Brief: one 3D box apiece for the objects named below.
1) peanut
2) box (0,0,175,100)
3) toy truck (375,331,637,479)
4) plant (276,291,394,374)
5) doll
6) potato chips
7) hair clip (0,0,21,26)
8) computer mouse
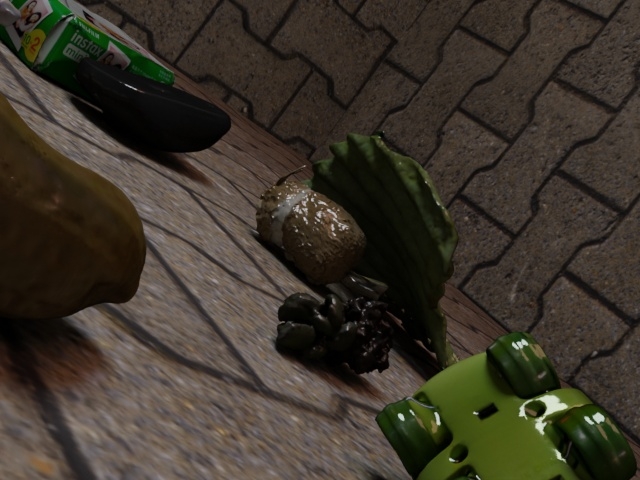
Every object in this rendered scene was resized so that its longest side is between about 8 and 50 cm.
[{"bbox_3d":[-0.180,-0.026,0.484,0.120,0.110,0.236,26,-5,40],"label":"peanut"},{"bbox_3d":[-0.351,-0.282,1.360,0.180,0.103,0.250,41,7,30],"label":"box"},{"bbox_3d":[0.155,0.192,0.690,0.211,0.148,0.187,62,-4,-19],"label":"toy truck"},{"bbox_3d":[0.017,0.089,0.904,0.174,0.087,0.085,22,41,-52],"label":"plant"},{"bbox_3d":[-0.001,0.002,1.257,0.105,0.115,0.221,-15,56,-47],"label":"doll"},{"bbox_3d":[0.096,0.026,1.327,0.389,0.097,0.373,41,-28,51],"label":"potato chips"},{"bbox_3d":[-0.375,-0.284,0.820,0.257,0.075,0.146,28,9,-25],"label":"hair clip"},{"bbox_3d":[-0.237,-0.177,1.310,0.137,0.086,0.269,32,11,31],"label":"computer mouse"}]
